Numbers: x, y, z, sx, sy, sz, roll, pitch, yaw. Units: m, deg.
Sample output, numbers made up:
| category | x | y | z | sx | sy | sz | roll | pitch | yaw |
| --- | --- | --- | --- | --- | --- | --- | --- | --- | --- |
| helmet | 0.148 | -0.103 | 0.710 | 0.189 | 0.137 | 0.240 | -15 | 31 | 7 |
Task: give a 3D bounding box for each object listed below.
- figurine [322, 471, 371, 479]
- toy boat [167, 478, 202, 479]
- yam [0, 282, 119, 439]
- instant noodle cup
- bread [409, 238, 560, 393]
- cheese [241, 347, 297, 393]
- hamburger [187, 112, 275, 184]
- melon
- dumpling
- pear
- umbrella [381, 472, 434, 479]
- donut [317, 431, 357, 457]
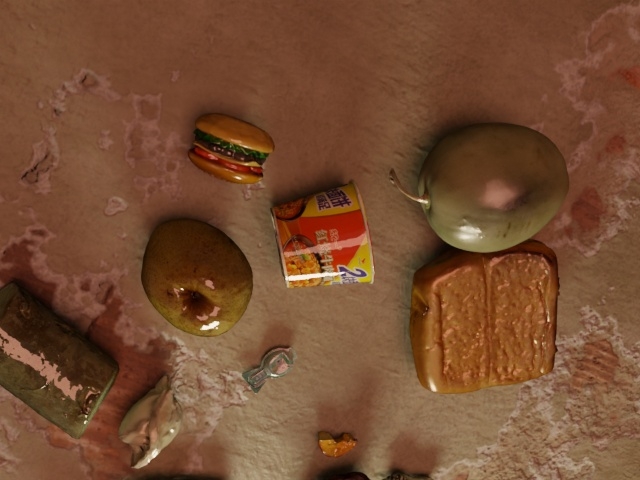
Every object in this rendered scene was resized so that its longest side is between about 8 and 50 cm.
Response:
| category | x | y | z | sx | sy | sz | roll | pitch | yaw |
| --- | --- | --- | --- | --- | --- | --- | --- | --- | --- |
| figurine | 0.021 | 0.612 | 1.708 | 0.240 | 0.116 | 0.175 | -38 | 110 | 4 |
| toy boat | -0.306 | 0.554 | 1.612 | 0.292 | 0.099 | 0.109 | 13 | 101 | -26 |
| yam | -0.510 | 0.230 | 1.427 | 0.168 | 0.168 | 0.304 | -46 | 110 | 1 |
| instant noodle cup | 0.000 | 0.000 | 1.485 | 0.174 | 0.213 | 0.213 | -12 | 109 | -4 |
| bread | 0.343 | 0.158 | 1.652 | 0.327 | 0.148 | 0.337 | -11 | 111 | -8 |
| cheese | -0.104 | 0.270 | 1.620 | 0.120 | 0.026 | 0.067 | -35 | 111 | -3 |
| hamburger | -0.167 | -0.169 | 1.409 | 0.162 | 0.162 | 0.115 | 17 | 101 | -19 |
| melon | 0.336 | -0.108 | 1.513 | 0.308 | 0.272 | 0.272 | -34 | 112 | -8 |
| dumpling | -0.339 | 0.370 | 1.530 | 0.118 | 0.136 | 0.199 | 18 | 90 | -12 |
| pear | -0.230 | 0.069 | 1.427 | 0.188 | 0.211 | 0.228 | -43 | 111 | 2 |
| umbrella | 0.201 | 0.572 | 1.776 | 0.143 | 0.062 | 0.067 | 15 | 133 | -26 |
| donut | 0.035 | 0.446 | 1.705 | 0.083 | 0.038 | 0.067 | -28 | 109 | -12 |
